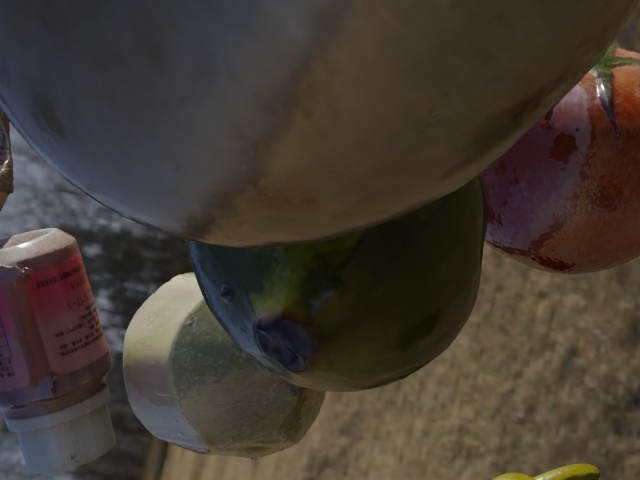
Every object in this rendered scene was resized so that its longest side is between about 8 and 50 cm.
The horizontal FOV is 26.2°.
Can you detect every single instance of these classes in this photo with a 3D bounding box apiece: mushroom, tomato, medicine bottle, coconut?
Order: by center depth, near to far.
[{"bbox_3d":[-0.003,-0.172,0.637,0.294,0.362,0.362,22,-100,-56],"label":"mushroom"},{"bbox_3d":[0.262,-0.085,1.435,0.265,0.265,0.265,-166,90,-83],"label":"tomato"},{"bbox_3d":[-0.302,0.119,1.484,0.147,0.147,0.247,-116,12,-80],"label":"medicine bottle"},{"bbox_3d":[-0.101,0.139,1.543,0.241,0.241,0.241,-166,90,-83],"label":"coconut"}]

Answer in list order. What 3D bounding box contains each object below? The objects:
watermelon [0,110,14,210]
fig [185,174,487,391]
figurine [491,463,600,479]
[{"bbox_3d":[-0.418,-0.125,1.582,0.226,0.148,0.318,23,90,38],"label":"watermelon"},{"bbox_3d":[0.000,0.000,0.843,0.225,0.203,0.203,-54,-16,-57],"label":"fig"},{"bbox_3d":[0.225,0.417,1.745,0.326,0.169,0.218,-61,-4,5],"label":"figurine"}]
